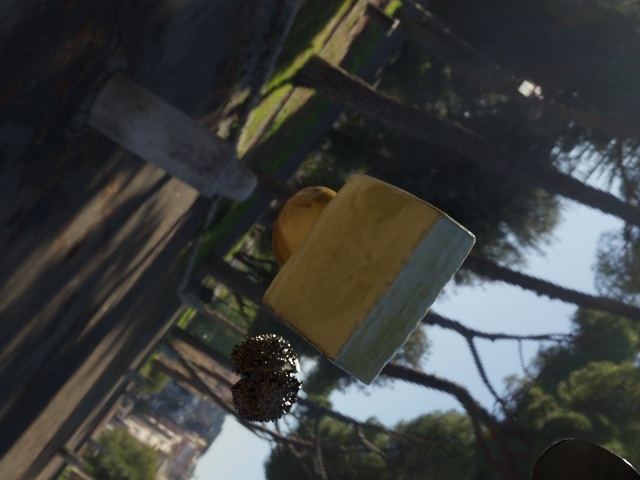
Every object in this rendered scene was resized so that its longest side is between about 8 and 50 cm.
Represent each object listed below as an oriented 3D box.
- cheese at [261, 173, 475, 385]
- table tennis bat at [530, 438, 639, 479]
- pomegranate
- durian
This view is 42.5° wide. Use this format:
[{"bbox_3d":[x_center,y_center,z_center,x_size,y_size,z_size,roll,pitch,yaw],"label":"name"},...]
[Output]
[{"bbox_3d":[0.064,0.046,1.237,0.265,0.124,0.242,-54,-142,-3],"label":"cheese"},{"bbox_3d":[0.451,0.410,1.251,0.154,0.274,0.021,-58,169,-18],"label":"table tennis bat"},{"bbox_3d":[0.000,0.000,1.566,0.196,0.196,0.196,-54,180,0],"label":"pomegranate"},{"bbox_3d":[-0.126,0.289,1.721,0.167,0.196,0.196,-23,-173,11],"label":"durian"}]
